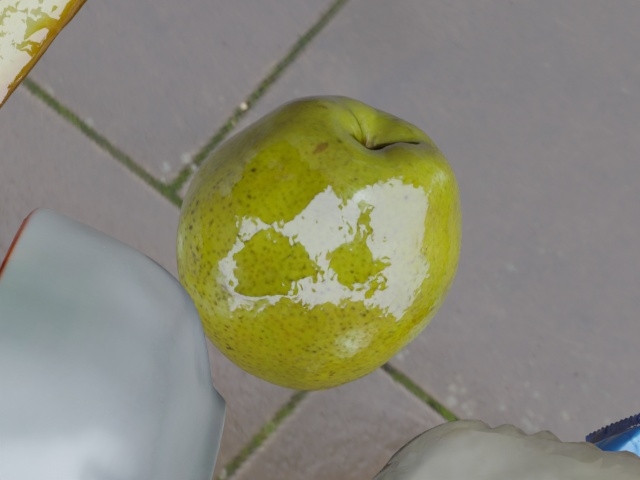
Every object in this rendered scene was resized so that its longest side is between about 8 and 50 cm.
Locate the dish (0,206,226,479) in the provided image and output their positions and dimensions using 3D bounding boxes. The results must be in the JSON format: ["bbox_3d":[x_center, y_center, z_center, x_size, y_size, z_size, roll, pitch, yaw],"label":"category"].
[{"bbox_3d":[-0.117,0.121,0.682,0.117,0.256,0.256,18,106,-5],"label":"dish"}]

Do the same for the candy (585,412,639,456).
[{"bbox_3d":[0.187,0.182,1.036,0.038,0.088,0.136,40,59,-9],"label":"candy"}]

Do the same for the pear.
[{"bbox_3d":[-0.001,-0.001,0.960,0.198,0.198,0.198,-4,111,-11],"label":"pear"}]

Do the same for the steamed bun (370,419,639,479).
[{"bbox_3d":[0.188,0.205,0.492,0.384,0.247,0.236,4,70,20],"label":"steamed bun"}]

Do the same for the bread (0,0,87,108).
[{"bbox_3d":[-0.204,-0.177,0.697,0.138,0.361,0.077,-47,131,4],"label":"bread"}]
